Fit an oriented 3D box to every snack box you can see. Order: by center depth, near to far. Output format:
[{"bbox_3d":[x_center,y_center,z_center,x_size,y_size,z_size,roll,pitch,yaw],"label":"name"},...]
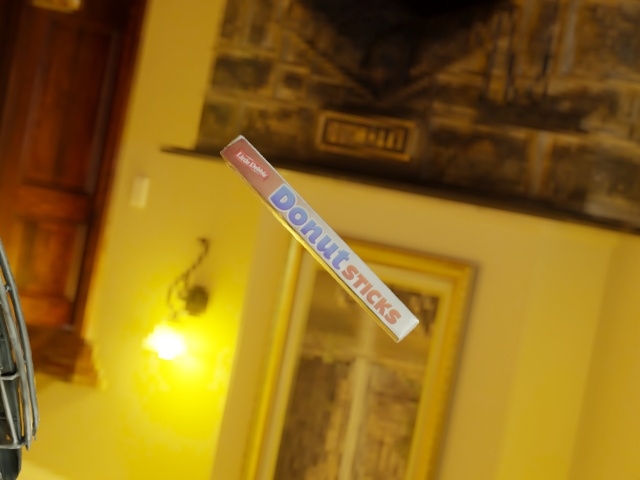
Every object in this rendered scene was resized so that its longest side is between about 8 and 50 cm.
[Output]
[{"bbox_3d":[0.000,0.000,1.076,0.178,0.022,0.064,46,178,6],"label":"snack box"}]

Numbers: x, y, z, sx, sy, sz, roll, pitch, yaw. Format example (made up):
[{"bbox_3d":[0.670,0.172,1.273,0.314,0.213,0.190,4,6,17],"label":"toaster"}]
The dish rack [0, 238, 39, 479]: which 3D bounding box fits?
[{"bbox_3d":[-0.247,0.020,0.627,0.271,0.208,0.074,3,-141,8],"label":"dish rack"}]
